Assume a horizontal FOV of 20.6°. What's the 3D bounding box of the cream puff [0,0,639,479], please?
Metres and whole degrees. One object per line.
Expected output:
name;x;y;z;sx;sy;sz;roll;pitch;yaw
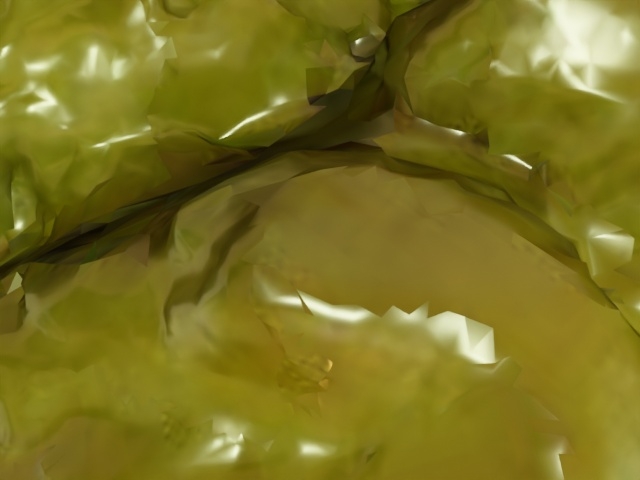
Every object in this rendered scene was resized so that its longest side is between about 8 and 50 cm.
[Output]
cream puff;0.000;0.000;0.466;0.378;0.378;0.275;-10;119;22
